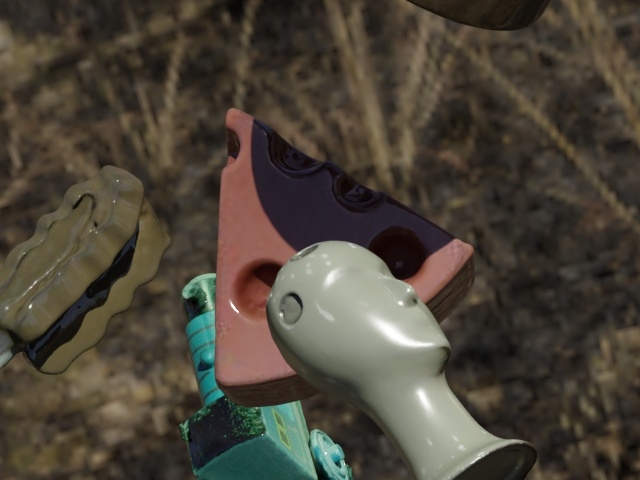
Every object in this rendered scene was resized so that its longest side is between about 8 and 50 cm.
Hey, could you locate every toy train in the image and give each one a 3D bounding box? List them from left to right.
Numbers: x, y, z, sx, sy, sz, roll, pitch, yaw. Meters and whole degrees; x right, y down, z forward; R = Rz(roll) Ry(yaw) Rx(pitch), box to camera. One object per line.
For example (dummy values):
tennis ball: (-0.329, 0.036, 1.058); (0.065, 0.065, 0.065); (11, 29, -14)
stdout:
toy train: (-0.075, 0.165, 2.117); (0.120, 0.194, 0.298); (-31, 44, 13)

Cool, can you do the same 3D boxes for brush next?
brush: (-0.210, 0.076, 1.260); (0.071, 0.084, 0.301); (29, 66, 28)

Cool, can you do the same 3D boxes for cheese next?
cheese: (0.021, 0.017, 1.419); (0.177, 0.203, 0.128); (1, -15, 5)

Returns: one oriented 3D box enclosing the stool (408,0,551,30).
stool: (0.122, -0.281, 1.185); (0.179, 0.264, 0.179); (22, 34, -16)

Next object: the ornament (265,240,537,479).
ornament: (0.035, 0.063, 0.997); (0.074, 0.081, 0.156); (-7, 49, -46)
